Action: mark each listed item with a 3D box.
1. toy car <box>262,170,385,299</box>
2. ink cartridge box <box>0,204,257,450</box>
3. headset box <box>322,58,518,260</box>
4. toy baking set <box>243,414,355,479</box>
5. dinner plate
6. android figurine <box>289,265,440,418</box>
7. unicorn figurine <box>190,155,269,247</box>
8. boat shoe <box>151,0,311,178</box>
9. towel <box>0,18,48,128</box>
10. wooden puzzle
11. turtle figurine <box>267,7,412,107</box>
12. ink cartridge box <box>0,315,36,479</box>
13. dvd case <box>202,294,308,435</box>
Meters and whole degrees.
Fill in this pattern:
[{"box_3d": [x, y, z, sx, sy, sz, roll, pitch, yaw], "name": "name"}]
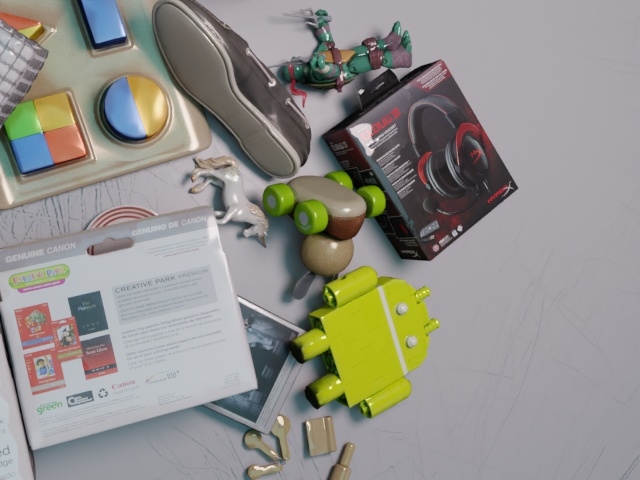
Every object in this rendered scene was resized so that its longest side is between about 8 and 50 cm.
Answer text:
[{"box_3d": [0.000, 0.000, 1.239, 0.155, 0.149, 0.188, -16, 122, -40], "name": "toy car"}, {"box_3d": [-0.275, 0.113, 1.094, 0.310, 0.130, 0.271, -12, 90, -16], "name": "ink cartridge box"}, {"box_3d": [0.162, -0.145, 1.298, 0.218, 0.110, 0.293, -37, 103, -17], "name": "headset box"}, {"box_3d": [-0.053, 0.404, 1.261, 0.197, 0.030, 0.256, 19, 76, -14], "name": "toy baking set"}, {"box_3d": [-0.291, 0.016, 1.170, 0.141, 0.017, 0.141, 0, 90, -22], "name": "dinner plate"}, {"box_3d": [0.084, 0.164, 1.280, 0.273, 0.056, 0.248, -23, 105, -26], "name": "android figurine"}, {"box_3d": [-0.141, -0.058, 1.206, 0.111, 0.060, 0.161, -10, 94, -21], "name": "unicorn figurine"}, {"box_3d": [-0.127, -0.240, 1.171, 0.335, 0.112, 0.095, 52, 44, -29], "name": "boat shoe"}, {"box_3d": [-0.530, -0.232, 0.988, 0.284, 0.121, 0.235, 36, 97, -6], "name": "towel"}, {"box_3d": [-0.355, -0.244, 1.110, 0.348, 0.080, 0.322, -20, 97, -20], "name": "wooden puzzle"}, {"box_3d": [0.023, -0.300, 1.244, 0.234, 0.175, 0.118, -9, 138, -4], "name": "turtle figurine"}, {"box_3d": [-0.554, 0.162, 0.987, 0.286, 0.166, 0.394, -13, 94, -21], "name": "ink cartridge box"}, {"box_3d": [-0.148, 0.178, 1.217, 0.239, 0.030, 0.179, 29, 79, -17], "name": "dvd case"}]
